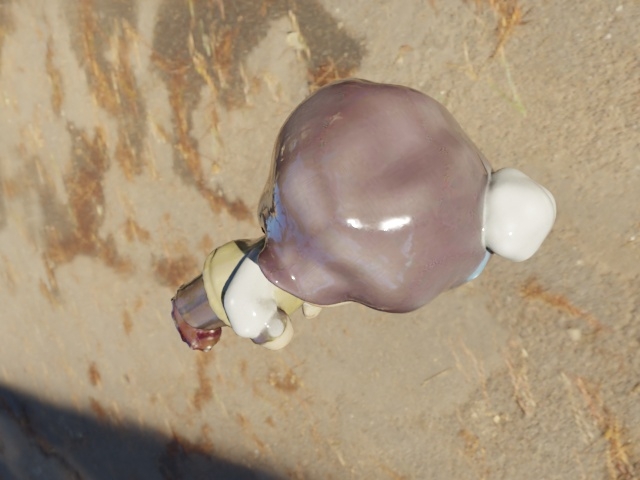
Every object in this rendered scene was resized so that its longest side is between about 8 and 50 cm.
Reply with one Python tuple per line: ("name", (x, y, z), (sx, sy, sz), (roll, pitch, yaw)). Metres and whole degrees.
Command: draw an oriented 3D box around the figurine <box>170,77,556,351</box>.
("figurine", (0.003, 0.019, 0.705), (0.365, 0.218, 0.206), (-50, 52, 35))
